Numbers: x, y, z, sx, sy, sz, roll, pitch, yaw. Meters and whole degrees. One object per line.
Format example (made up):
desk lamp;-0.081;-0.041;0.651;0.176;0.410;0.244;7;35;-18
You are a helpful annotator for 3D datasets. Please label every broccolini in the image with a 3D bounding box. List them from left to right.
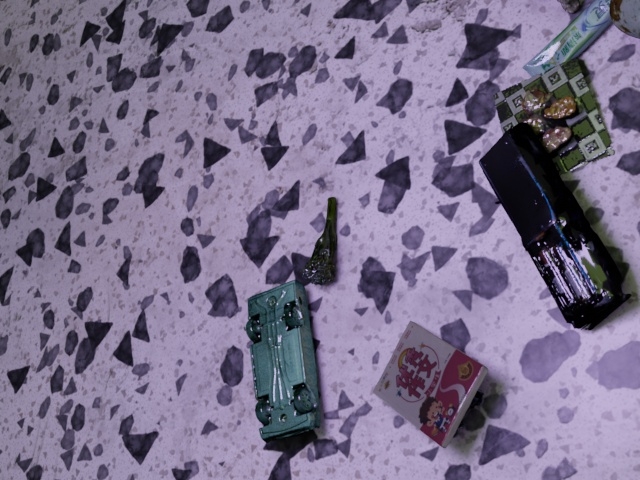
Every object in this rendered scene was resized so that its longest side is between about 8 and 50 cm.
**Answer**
broccolini;0.020;0.003;1.892;0.068;0.091;0.202;21;71;-4

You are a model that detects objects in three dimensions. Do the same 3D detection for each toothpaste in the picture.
toothpaste;0.512;-0.412;1.679;0.297;0.048;0.074;-45;61;19

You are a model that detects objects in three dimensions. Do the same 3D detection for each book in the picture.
book;0.198;0.260;1.646;0.232;0.022;0.162;30;92;56

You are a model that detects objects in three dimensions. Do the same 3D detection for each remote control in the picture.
remote control;0.403;-0.030;1.596;0.144;0.062;0.398;-52;50;39

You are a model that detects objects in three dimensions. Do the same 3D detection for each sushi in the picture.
sushi;0.421;-0.223;1.664;0.193;0.040;0.210;-23;69;29

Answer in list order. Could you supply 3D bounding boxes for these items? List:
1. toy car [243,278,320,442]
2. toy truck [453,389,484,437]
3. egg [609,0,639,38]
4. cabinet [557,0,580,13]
toy car;-0.070;0.248;1.837;0.142;0.097;0.320;-22;62;28
toy truck;0.238;0.307;1.626;0.123;0.052;0.063;-54;46;10
egg;0.608;-0.426;1.535;0.231;0.169;0.169;-15;66;46
cabinet;0.411;-0.639;1.654;0.227;0.318;0.289;34;95;40
